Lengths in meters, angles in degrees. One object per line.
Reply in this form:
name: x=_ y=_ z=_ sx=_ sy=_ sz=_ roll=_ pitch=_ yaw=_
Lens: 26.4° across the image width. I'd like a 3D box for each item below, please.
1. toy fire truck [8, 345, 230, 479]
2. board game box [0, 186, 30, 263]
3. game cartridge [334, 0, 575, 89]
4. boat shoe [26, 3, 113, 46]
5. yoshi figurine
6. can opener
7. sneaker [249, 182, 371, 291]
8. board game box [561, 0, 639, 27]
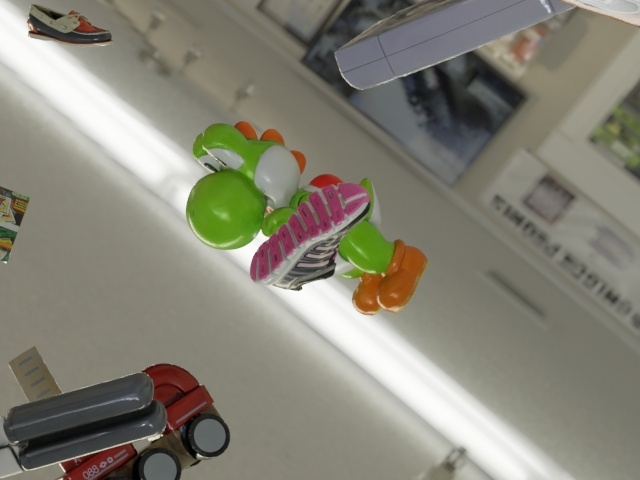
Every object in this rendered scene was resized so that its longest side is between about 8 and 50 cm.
toy fire truck: x=-0.272 y=0.218 z=1.740 sx=0.246 sy=0.217 sz=0.158 roll=57 pitch=151 yaw=0
board game box: x=-0.586 y=-0.062 z=2.094 sx=0.259 sy=0.030 sz=0.136 roll=21 pitch=-137 yaw=-14
game cartridge: x=0.169 y=-0.238 z=1.389 sx=0.062 sy=0.297 sz=0.198 roll=63 pitch=-151 yaw=-15
boat shoe: x=-0.319 y=-0.271 z=1.728 sx=0.137 sy=0.043 sz=0.049 roll=15 pitch=-164 yaw=32
yoshi figurine: x=-0.045 y=-0.007 z=1.898 sx=0.362 sy=0.203 sz=0.203 roll=35 pitch=-154 yaw=-12
can opener: x=-0.304 y=0.221 z=1.435 sx=0.095 sy=0.283 sz=0.076 roll=-90 pitch=-18 yaw=-61
sneaker: x=0.000 y=0.000 z=1.536 sx=0.075 sy=0.170 sz=0.063 roll=29 pitch=-151 yaw=-42
board game box: x=0.185 y=-0.374 z=0.942 sx=0.356 sy=0.356 sz=0.356 roll=19 pitch=-176 yaw=2
